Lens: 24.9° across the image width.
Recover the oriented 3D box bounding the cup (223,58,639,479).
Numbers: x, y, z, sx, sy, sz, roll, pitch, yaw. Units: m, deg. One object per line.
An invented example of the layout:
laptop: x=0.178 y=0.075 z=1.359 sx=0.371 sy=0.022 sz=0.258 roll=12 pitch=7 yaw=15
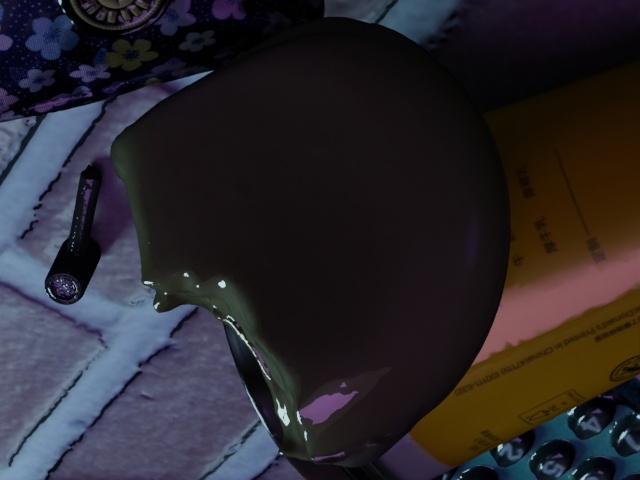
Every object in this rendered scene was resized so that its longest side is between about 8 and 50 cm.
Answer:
cup: x=0.098 y=0.012 z=0.753 sx=0.280 sy=0.196 sz=0.196 roll=-25 pitch=124 yaw=18

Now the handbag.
handbag: x=-0.099 y=-0.166 z=0.648 sx=0.229 sy=0.126 sz=0.207 roll=-11 pitch=132 yaw=-7

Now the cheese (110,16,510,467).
cheese: x=0.000 y=0.000 z=0.646 sx=0.175 sy=0.202 sz=0.091 roll=-23 pitch=156 yaw=12

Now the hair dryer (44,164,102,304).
hair dryer: x=-0.143 y=-0.006 z=0.868 sx=0.026 sy=0.047 sz=0.083 roll=16 pitch=118 yaw=-5

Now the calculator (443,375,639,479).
calculator: x=0.172 y=0.148 z=0.940 sx=0.274 sy=0.058 sz=0.248 roll=23 pitch=131 yaw=-9
